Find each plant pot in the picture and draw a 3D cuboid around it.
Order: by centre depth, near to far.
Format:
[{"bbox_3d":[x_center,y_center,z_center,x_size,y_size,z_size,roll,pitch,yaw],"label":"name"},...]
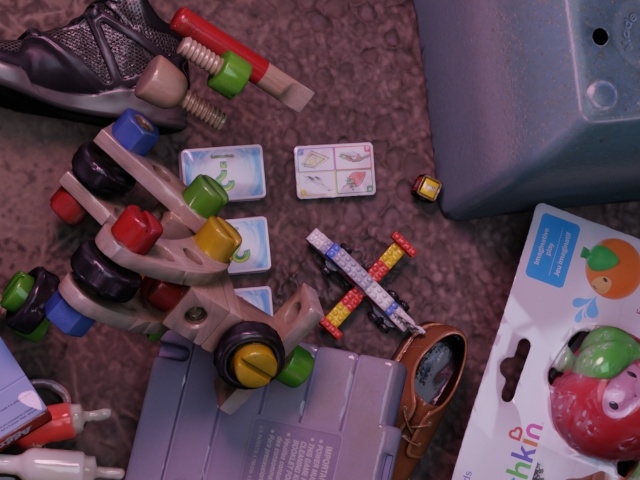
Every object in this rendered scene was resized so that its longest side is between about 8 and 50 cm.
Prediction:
[{"bbox_3d":[0.245,-0.164,1.751,0.247,0.252,0.248,-6,86,-14],"label":"plant pot"}]

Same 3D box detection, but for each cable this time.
[{"bbox_3d":[-0.314,0.186,1.666,0.287,0.072,0.140,-2,79,-14],"label":"cable"}]

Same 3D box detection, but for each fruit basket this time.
[{"bbox_3d":[0.315,0.171,1.776,0.353,0.165,0.327,22,80,-14],"label":"fruit basket"}]

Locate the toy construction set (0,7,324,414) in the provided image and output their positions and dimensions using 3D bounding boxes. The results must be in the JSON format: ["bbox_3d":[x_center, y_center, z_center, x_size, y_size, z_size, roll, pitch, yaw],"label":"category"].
[{"bbox_3d":[-0.091,-0.005,1.643,0.237,0.257,0.309,31,84,-20],"label":"toy construction set"}]

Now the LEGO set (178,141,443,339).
[{"bbox_3d":[0.000,0.000,1.774,0.244,0.060,0.183,-4,89,-15],"label":"LEGO set"}]

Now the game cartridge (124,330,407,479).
[{"bbox_3d":[-0.065,0.258,1.679,0.230,0.068,0.355,11,81,13],"label":"game cartridge"}]

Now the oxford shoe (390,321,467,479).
[{"bbox_3d":[0.071,0.168,1.766,0.076,0.076,0.212,27,80,-12],"label":"oxford shoe"}]

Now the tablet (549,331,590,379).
[{"bbox_3d":[0.261,0.114,1.854,0.054,0.006,0.083,42,76,-7],"label":"tablet"}]

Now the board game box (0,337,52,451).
[{"bbox_3d":[-0.385,0.166,1.646,0.281,0.027,0.145,-31,70,-15],"label":"board game box"}]

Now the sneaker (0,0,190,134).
[{"bbox_3d":[-0.223,-0.173,1.720,0.227,0.087,0.130,8,81,-17],"label":"sneaker"}]
